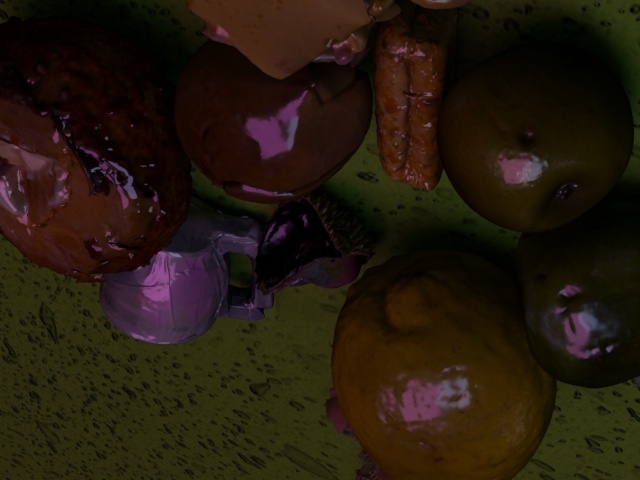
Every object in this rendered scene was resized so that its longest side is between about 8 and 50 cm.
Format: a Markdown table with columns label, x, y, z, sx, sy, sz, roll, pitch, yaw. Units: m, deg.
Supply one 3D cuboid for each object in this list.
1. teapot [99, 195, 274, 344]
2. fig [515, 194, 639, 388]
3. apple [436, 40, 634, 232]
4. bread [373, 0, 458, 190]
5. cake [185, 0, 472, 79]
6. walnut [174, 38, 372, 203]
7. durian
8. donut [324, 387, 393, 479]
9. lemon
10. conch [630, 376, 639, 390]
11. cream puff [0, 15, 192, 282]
| label | x | y | z | sx | sy | sz | roll | pitch | yaw |
| --- | --- | --- | --- | --- | --- | --- | --- | --- | --- |
| teapot | -0.173 | 0.040 | 1.739 | 0.221 | 0.163 | 0.178 | 25 | 134 | 8 |
| fig | 0.346 | 0.043 | 1.401 | 0.275 | 0.206 | 0.206 | -9 | 131 | 12 |
| apple | 0.211 | -0.099 | 1.316 | 0.196 | 0.157 | 0.196 | -15 | 148 | -10 |
| bread | 0.097 | -0.156 | 1.392 | 0.083 | 0.114 | 0.211 | 4 | 135 | 9 |
| cake | 0.004 | -0.285 | 1.191 | 0.286 | 0.222 | 0.227 | 44 | 155 | -15 |
| walnut | -0.054 | -0.135 | 1.413 | 0.203 | 0.203 | 0.298 | 38 | 171 | -9 |
| durian | 0.003 | 0.002 | 1.655 | 0.108 | 0.119 | 0.187 | 9 | 156 | -34 |
| donut | 0.114 | 0.295 | 1.891 | 0.199 | 0.085 | 0.233 | 2 | 135 | 30 |
| lemon | 0.150 | 0.165 | 1.581 | 0.285 | 0.285 | 0.316 | -14 | 104 | 42 |
| conch | 0.426 | 0.186 | 1.583 | 0.170 | 0.079 | 0.105 | 27 | 138 | 31 |
| cream puff | -0.287 | -0.120 | 1.580 | 0.350 | 0.228 | 0.350 | 22 | 136 | 23 |
